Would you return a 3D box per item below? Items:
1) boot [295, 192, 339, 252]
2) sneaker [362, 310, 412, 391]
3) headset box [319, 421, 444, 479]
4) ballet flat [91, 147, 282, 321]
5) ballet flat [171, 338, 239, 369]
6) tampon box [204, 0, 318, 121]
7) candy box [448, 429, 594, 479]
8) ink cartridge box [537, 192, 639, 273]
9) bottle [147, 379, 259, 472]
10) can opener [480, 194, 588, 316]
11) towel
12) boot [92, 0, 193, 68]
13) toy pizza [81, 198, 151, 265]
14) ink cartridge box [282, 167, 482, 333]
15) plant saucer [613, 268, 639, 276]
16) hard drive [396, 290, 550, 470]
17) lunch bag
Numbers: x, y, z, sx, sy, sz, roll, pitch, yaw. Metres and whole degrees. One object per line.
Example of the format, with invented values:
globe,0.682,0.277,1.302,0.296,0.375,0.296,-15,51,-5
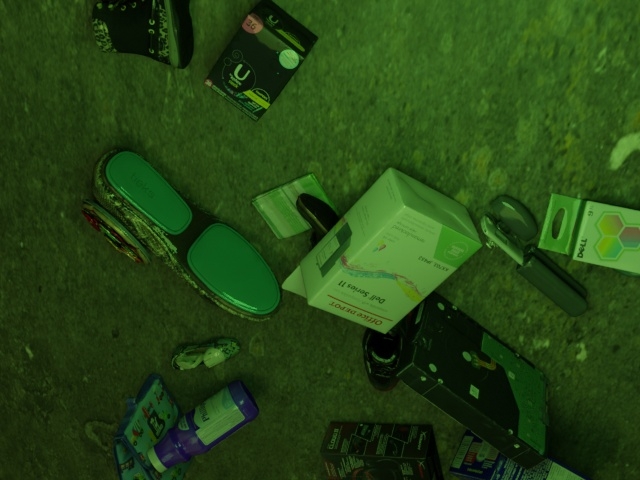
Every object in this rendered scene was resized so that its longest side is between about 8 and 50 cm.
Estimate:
boot,0.000,0.000,1.544,0.106,0.082,0.219,-30,122,28
sneaker,0.136,0.242,1.658,0.098,0.135,0.276,10,128,9
headset box,0.141,0.563,1.899,0.293,0.110,0.218,-4,123,20
ballet flat,-0.289,0.003,1.636,0.483,0.164,0.182,42,148,-6
ballet flat,-0.284,0.285,1.870,0.188,0.070,0.070,-14,119,26
tampon box,-0.104,-0.318,1.356,0.120,0.101,0.161,36,127,-9
candy box,0.479,0.542,1.686,0.317,0.122,0.268,30,165,-3
ink cartridge box,0.508,-0.011,1.373,0.209,0.062,0.108,13,99,9
bottle,-0.289,0.460,1.884,0.283,0.118,0.092,-34,114,-4
can opener,0.411,0.035,1.457,0.280,0.074,0.093,43,125,-14
towel,-0.051,-0.069,1.571,0.152,0.023,0.113,-22,117,27
boot,-0.323,-0.426,1.364,0.179,0.085,0.236,11,127,14
toy pizza,-0.447,-0.011,1.663,0.201,0.032,0.201,38,163,14
ink cartridge box,0.106,0.051,1.469,0.207,0.119,0.353,24,124,-31
plant saucer,0.589,0.026,1.425,0.119,0.021,0.119,9,127,12
hard drive,0.318,0.278,1.559,0.339,0.237,0.064,35,128,-9
lunch bag,-0.445,0.506,1.981,0.138,0.221,0.293,-1,124,18
